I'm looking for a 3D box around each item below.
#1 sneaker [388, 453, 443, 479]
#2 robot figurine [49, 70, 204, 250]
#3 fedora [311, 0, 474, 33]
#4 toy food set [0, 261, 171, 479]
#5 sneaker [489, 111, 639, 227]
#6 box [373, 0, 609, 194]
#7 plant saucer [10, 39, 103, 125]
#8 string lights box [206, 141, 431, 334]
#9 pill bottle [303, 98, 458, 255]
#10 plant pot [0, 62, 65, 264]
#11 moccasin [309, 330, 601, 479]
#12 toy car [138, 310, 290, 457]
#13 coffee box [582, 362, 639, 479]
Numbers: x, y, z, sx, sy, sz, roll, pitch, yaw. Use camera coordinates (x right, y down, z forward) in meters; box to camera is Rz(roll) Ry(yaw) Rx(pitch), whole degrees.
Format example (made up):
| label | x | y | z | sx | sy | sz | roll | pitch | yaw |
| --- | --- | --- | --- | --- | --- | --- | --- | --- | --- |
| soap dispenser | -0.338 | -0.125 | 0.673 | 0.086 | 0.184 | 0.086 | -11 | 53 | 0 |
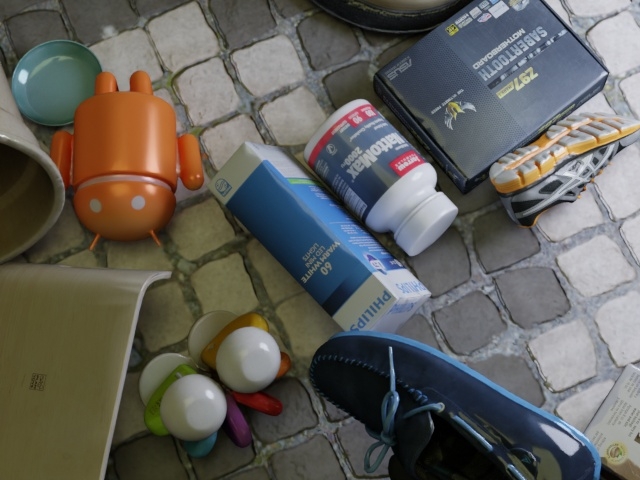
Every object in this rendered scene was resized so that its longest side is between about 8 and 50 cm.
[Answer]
| label | x | y | z | sx | sy | sz | roll | pitch | yaw |
| --- | --- | --- | --- | --- | --- | --- | --- | --- | --- |
| sneaker | 0.141 | 0.384 | 1.603 | 0.146 | 0.122 | 0.330 | -30 | 72 | -9 |
| robot figurine | -0.234 | -0.094 | 1.776 | 0.158 | 0.128 | 0.219 | 13 | 67 | -38 |
| fedora | 0.087 | -0.431 | 1.856 | 0.334 | 0.152 | 0.334 | -1 | 72 | 2 |
| toy food set | -0.299 | 0.173 | 1.698 | 0.219 | 0.092 | 0.306 | 3 | 75 | 27 |
| sneaker | 0.299 | -0.090 | 1.777 | 0.215 | 0.084 | 0.083 | -26 | 116 | -17 |
| box | 0.210 | -0.196 | 1.821 | 0.232 | 0.059 | 0.183 | -36 | 75 | -8 |
| plant saucer | -0.332 | -0.197 | 1.870 | 0.119 | 0.021 | 0.119 | -1 | 73 | 3 |
| string lights box | 0.000 | 0.000 | 1.722 | 0.260 | 0.133 | 0.077 | 46 | 105 | 15 |
| pill bottle | 0.076 | -0.073 | 1.763 | 0.108 | 0.108 | 0.180 | -41 | 75 | -10 |
| plant pot | -0.487 | -0.157 | 1.703 | 0.334 | 0.334 | 0.305 | -15 | 63 | -2 |
| moccasin | 0.124 | 0.196 | 1.554 | 0.342 | 0.138 | 0.117 | 20 | 48 | 29 |
| toy car | -0.113 | 0.174 | 1.689 | 0.182 | 0.159 | 0.136 | -41 | 112 | -12 |
| coffee box | 0.423 | 0.275 | 1.600 | 0.297 | 0.168 | 0.119 | 32 | 76 | 13 |
